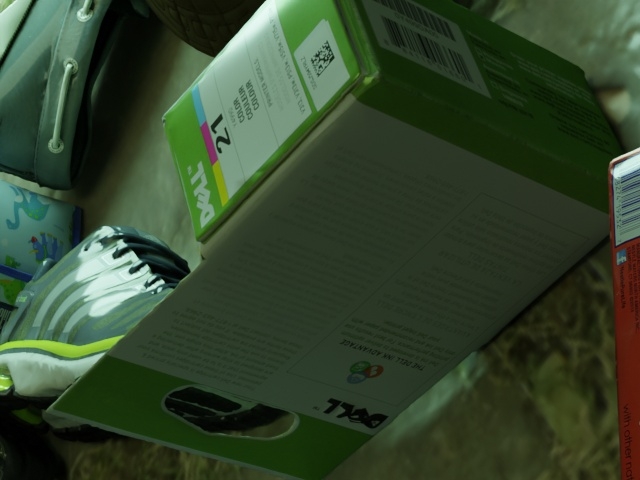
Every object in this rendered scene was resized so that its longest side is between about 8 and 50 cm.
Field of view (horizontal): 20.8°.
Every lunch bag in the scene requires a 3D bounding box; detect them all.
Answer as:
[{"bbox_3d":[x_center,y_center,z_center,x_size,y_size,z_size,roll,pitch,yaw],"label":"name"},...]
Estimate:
[{"bbox_3d":[-0.234,0.033,1.184,0.096,0.129,0.151,-28,52,41],"label":"lunch bag"}]

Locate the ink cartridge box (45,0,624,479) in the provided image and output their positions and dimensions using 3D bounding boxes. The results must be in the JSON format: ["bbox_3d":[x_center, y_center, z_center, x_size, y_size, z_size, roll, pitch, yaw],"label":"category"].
[{"bbox_3d":[0.000,0.000,0.866,0.255,0.189,0.097,-44,45,28],"label":"ink cartridge box"}]

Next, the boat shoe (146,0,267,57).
[{"bbox_3d":[-0.015,-0.176,1.058,0.098,0.109,0.302,-38,27,-27],"label":"boat shoe"}]

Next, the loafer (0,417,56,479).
[{"bbox_3d":[-0.257,0.129,1.208,0.078,0.076,0.223,-57,41,5],"label":"loafer"}]

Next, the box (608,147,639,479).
[{"bbox_3d":[0.196,0.080,0.644,0.128,0.122,0.257,-24,55,44],"label":"box"}]

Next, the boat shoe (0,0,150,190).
[{"bbox_3d":[-0.146,-0.183,1.237,0.099,0.116,0.319,29,89,9],"label":"boat shoe"}]

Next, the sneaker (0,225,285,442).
[{"bbox_3d":[-0.109,0.046,1.049,0.300,0.111,0.121,-9,62,46],"label":"sneaker"}]
